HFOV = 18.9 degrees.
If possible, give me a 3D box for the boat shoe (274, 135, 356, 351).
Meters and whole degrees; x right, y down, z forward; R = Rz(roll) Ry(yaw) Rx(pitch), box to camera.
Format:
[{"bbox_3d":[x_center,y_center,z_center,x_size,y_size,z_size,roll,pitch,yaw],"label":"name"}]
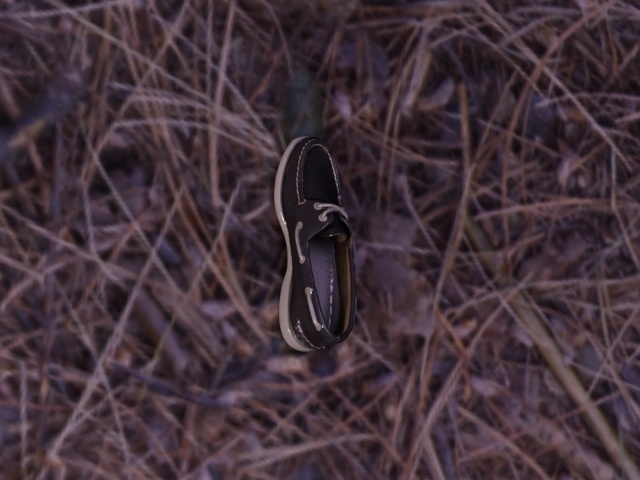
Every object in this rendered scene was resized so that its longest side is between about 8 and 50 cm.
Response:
[{"bbox_3d":[0.000,0.000,1.089,0.046,0.038,0.125,12,75,-36],"label":"boat shoe"}]
